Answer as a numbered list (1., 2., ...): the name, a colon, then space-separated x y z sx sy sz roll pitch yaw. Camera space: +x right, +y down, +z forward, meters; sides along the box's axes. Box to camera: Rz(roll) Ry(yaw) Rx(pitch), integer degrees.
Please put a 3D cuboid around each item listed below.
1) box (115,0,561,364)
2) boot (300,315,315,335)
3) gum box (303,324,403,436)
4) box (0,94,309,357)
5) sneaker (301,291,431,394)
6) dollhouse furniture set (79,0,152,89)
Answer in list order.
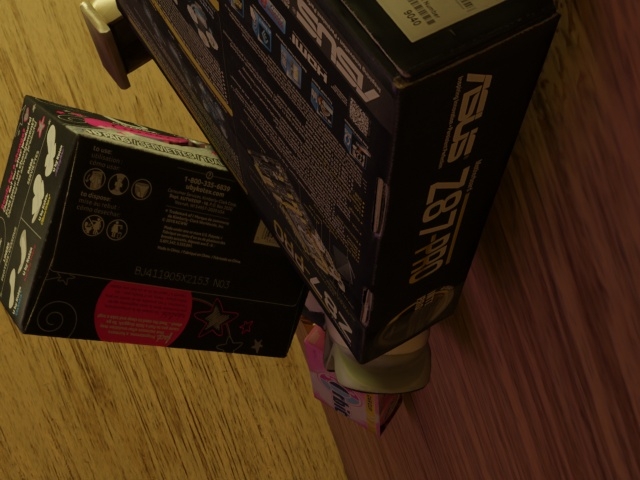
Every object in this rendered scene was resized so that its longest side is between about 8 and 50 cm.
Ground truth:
1. box: -0.038 -0.148 0.571 0.395 0.097 0.318 55 161 25
2. boot: -0.012 0.043 1.310 0.295 0.104 0.211 64 167 4
3. gum box: 0.045 0.167 1.138 0.107 0.062 0.188 28 154 21
4. box: -0.136 -0.009 0.762 0.142 0.247 0.163 30 105 50
5. sneaker: 0.040 0.021 0.869 0.330 0.122 0.146 -134 43 -73
6. dollhouse furniture set: -0.094 -0.160 0.879 0.242 0.161 0.212 51 167 15
